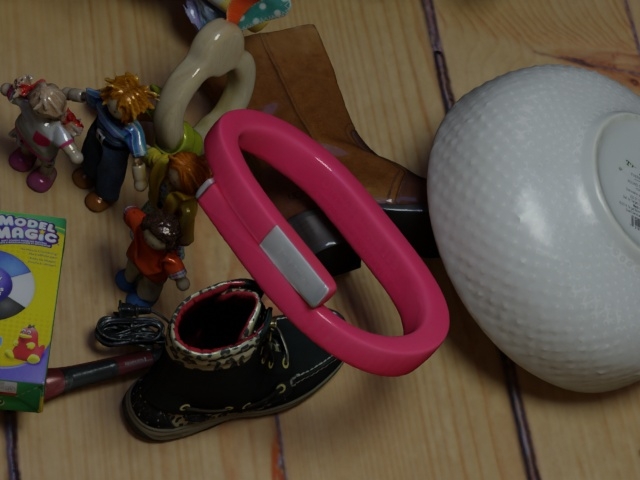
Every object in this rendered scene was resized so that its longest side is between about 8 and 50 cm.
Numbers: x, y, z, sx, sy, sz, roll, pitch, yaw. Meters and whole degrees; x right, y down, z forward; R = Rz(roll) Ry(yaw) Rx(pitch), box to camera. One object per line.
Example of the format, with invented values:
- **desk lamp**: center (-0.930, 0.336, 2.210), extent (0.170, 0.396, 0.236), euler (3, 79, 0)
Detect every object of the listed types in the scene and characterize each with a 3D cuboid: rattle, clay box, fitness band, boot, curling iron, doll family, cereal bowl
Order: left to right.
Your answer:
- **clay box**: center (-0.301, 0.047, 1.600), extent (0.127, 0.053, 0.222), euler (6, 50, -8)
- **curling iron**: center (-0.259, 0.122, 1.604), extent (0.274, 0.035, 0.068), euler (-21, 56, -26)
- **doll family**: center (-0.180, -0.072, 1.665), extent (0.118, 0.163, 0.263), euler (-36, 77, -32)
- **rattle**: center (-0.127, -0.188, 1.722), extent (0.130, 0.200, 0.143), euler (-6, 37, -36)
- **boot**: center (-0.055, 0.093, 1.601), extent (0.236, 0.178, 0.085), euler (-19, 68, -26)
- **fitness band**: center (0.000, 0.000, 1.601), extent (0.291, 0.054, 0.209), euler (53, 25, 20)
- **boot**: center (0.035, -0.104, 1.827), extent (0.264, 0.096, 0.280), euler (-16, 60, -18)
- **cereal bowl**: center (0.275, -0.028, 1.747), extent (0.339, 0.141, 0.339), euler (19, 58, -34)

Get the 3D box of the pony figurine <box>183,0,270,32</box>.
- **pony figurine**: center (-0.193, -0.345, 1.753), extent (0.363, 0.351, 0.303), euler (31, 57, -22)
